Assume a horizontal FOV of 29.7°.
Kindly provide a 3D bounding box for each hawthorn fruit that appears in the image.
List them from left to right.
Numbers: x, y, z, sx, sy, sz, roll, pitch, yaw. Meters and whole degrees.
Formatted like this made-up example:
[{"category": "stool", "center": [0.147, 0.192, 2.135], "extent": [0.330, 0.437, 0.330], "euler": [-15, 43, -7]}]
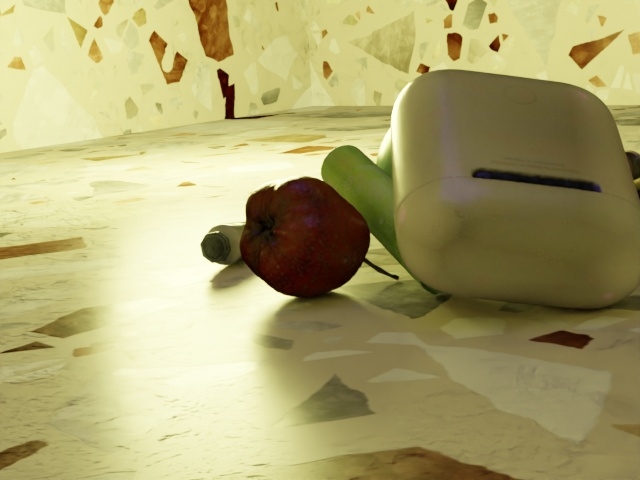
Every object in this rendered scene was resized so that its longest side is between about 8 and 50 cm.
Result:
[{"category": "hawthorn fruit", "center": [0.000, 0.000, 1.525], "extent": [0.162, 0.162, 0.203], "euler": [6, -6, 43]}]

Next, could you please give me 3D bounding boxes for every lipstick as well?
[{"category": "lipstick", "center": [0.092, -0.033, 1.566], "extent": [0.076, 0.076, 0.304], "euler": [-8, 32, -23]}]

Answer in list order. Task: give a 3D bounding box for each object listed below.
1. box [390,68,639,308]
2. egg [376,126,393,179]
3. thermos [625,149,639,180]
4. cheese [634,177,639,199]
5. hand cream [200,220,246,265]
[{"category": "box", "center": [0.228, -0.069, 1.426], "extent": [0.288, 0.141, 0.349], "euler": [7, 42, -6]}, {"category": "egg", "center": [0.190, -0.089, 1.691], "extent": [0.220, 0.220, 0.270], "euler": [-5, 21, -10]}, {"category": "thermos", "center": [0.474, -0.115, 2.103], "extent": [0.193, 0.105, 0.137], "euler": [-8, -21, -40]}, {"category": "cheese", "center": [0.464, -0.053, 1.847], "extent": [0.162, 0.086, 0.036], "euler": [-17, 49, 2]}, {"category": "hand cream", "center": [-0.101, -0.006, 1.806], "extent": [0.095, 0.059, 0.276], "euler": [2, 8, 20]}]
